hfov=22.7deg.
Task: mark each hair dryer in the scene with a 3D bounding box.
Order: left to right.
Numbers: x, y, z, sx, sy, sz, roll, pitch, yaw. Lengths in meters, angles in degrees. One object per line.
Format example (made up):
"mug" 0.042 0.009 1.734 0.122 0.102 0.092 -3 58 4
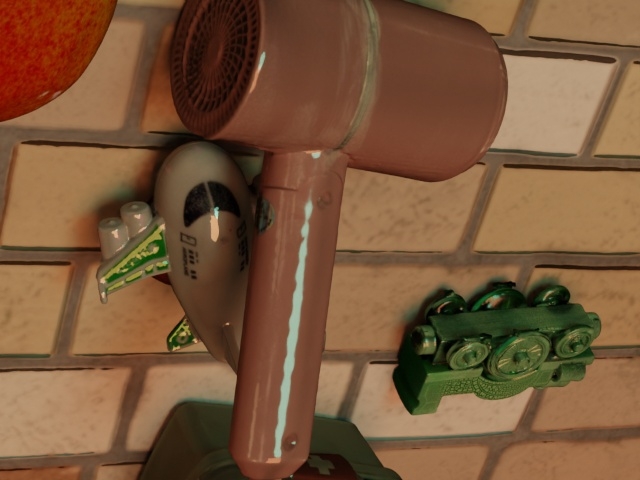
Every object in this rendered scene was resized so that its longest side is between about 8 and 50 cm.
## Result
"hair dryer" 0.000 0.000 1.093 0.210 0.125 0.353 9 87 -33

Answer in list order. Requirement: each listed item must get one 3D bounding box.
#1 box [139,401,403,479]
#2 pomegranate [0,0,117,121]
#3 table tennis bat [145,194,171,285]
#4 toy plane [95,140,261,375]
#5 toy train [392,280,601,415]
"box" -0.041 0.224 1.317 0.210 0.129 0.148 11 118 -34
"pomegranate" -0.203 -0.172 0.896 0.256 0.221 0.221 -29 141 -49
"table tennis bat" -0.075 0.004 1.214 0.154 0.019 0.098 31 106 -36
"toy plane" -0.079 0.011 1.155 0.174 0.080 0.174 -7 113 -16
"toy train" 0.154 0.095 1.361 0.178 0.071 0.105 -3 133 -23
